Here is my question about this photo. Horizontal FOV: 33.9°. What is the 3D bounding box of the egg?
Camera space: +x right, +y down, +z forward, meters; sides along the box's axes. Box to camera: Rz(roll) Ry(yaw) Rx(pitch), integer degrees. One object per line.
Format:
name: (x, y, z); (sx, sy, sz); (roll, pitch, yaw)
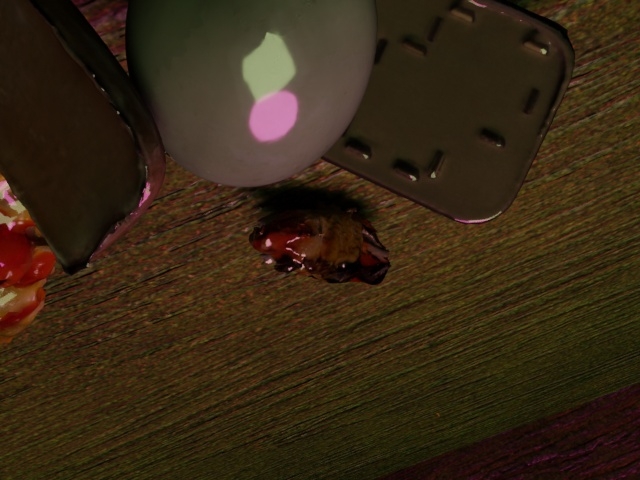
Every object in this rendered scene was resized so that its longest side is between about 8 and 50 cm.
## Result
egg: (-0.057, -0.159, 0.852); (0.202, 0.203, 0.283); (-6, 150, -19)

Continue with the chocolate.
chocolate: (-0.210, -0.118, 0.839); (0.161, 0.261, 0.083); (-37, 175, 38)

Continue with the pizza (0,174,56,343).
pizza: (-0.381, 0.024, 1.102); (0.439, 0.130, 0.406); (-18, 150, 4)

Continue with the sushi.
sushi: (-0.003, -0.002, 1.285); (0.103, 0.097, 0.226); (16, -177, 42)

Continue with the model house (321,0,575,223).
model house: (0.116, -0.146, 1.080); (0.205, 0.218, 0.278); (-64, 177, 7)
